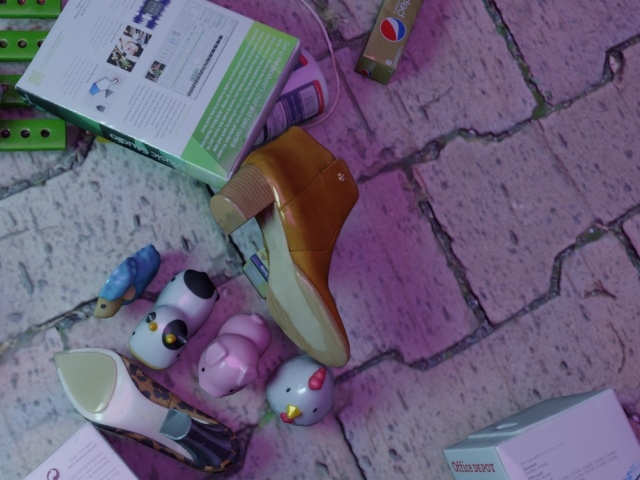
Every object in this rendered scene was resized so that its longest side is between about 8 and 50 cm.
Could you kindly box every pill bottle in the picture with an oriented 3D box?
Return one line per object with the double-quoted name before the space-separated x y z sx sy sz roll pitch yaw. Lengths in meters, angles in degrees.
"pill bottle" -0.088 -0.200 1.397 0.180 0.108 0.108 -28 84 -18

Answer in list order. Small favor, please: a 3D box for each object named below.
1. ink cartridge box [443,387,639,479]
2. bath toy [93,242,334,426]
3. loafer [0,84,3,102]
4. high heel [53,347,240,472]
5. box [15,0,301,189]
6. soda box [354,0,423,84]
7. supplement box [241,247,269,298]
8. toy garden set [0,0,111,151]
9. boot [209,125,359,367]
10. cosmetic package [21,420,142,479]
"ink cartridge box" 0.332 0.367 1.304 0.197 0.198 0.270 -22 82 -17
"bath toy" -0.130 0.141 1.290 0.348 0.129 0.151 32 71 -4
"loafer" -0.584 -0.215 1.284 0.320 0.112 0.111 20 59 0
"high heel" -0.232 0.231 1.285 0.261 0.186 0.093 23 74 29
"box" -0.218 -0.232 1.317 0.322 0.058 0.232 24 74 8
"soda box" 0.114 -0.340 1.503 0.058 0.061 0.181 23 72 -6
"supplement box" -0.058 0.032 1.357 0.083 0.083 0.056 -35 86 -19
"toy garden set" -0.374 -0.240 1.374 0.204 0.049 0.244 -2 76 -12
"boot" -0.001 0.000 1.285 0.211 0.104 0.295 -42 102 -41
"cosmetic package" -0.292 0.330 1.174 0.151 0.183 0.151 -40 88 -19
